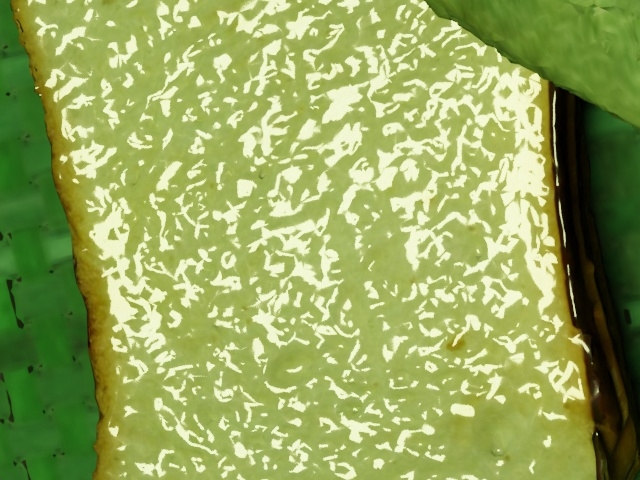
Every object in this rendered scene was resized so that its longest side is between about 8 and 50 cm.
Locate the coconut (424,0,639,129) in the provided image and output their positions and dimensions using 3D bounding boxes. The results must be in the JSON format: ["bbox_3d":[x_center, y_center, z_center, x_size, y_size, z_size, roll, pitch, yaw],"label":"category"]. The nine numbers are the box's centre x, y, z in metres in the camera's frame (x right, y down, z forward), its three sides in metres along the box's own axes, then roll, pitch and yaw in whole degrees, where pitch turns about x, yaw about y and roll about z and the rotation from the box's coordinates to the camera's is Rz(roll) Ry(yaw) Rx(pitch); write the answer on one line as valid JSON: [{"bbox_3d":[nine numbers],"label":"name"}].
[{"bbox_3d":[0.136,-0.173,0.361,0.281,0.328,0.328,25,102,-9],"label":"coconut"}]

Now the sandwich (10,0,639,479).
[{"bbox_3d":[0.000,0.000,0.547,0.186,0.065,0.215,-9,93,15],"label":"sandwich"}]
